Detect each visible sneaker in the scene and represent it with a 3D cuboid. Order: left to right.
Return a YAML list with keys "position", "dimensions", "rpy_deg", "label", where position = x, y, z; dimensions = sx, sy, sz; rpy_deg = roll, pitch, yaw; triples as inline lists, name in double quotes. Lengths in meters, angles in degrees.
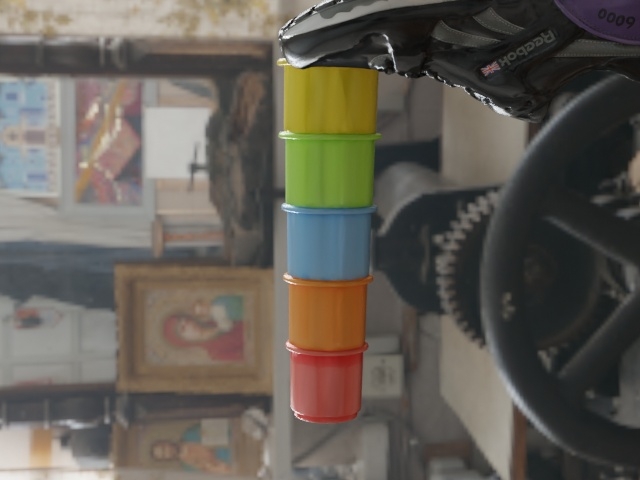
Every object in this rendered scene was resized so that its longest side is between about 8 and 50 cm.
- position: [0.108, -0.133, 0.817]
  dimensions: [0.107, 0.283, 0.124]
  rpy_deg: [-45, -57, -64]
  label: "sneaker"

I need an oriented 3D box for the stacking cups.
- position: [0.000, 0.000, 1.022]
  dimensions: [0.096, 0.096, 0.316]
  rpy_deg: [-140, 53, -78]
  label: "stacking cups"
